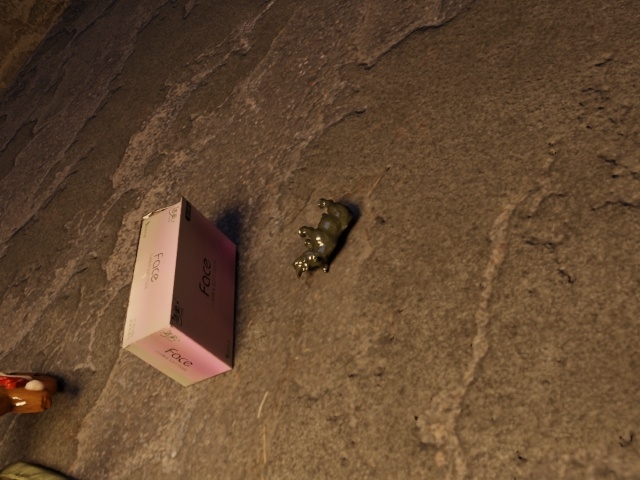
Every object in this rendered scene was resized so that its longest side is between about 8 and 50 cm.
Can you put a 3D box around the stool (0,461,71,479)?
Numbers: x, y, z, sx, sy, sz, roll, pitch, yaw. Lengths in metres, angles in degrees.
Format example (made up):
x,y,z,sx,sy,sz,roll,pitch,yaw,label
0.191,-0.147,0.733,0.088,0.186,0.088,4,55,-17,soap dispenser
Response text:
x,y,z,sx,sy,sz,roll,pitch,yaw,label
-0.489,0.427,0.845,0.310,0.226,0.311,0,54,40,stool

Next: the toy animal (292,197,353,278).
x,y,z,sx,sy,sz,roll,pitch,yaw,label
0.000,0.000,0.961,0.065,0.047,0.136,15,60,36,toy animal

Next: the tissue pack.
x,y,z,sx,sy,sz,roll,pitch,yaw,label
-0.204,0.076,0.985,0.092,0.148,0.247,-24,45,19,tissue pack

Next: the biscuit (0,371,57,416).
x,y,z,sx,sy,sz,roll,pitch,yaw,label
-0.528,0.238,1.004,0.205,0.324,0.050,3,86,14,biscuit
